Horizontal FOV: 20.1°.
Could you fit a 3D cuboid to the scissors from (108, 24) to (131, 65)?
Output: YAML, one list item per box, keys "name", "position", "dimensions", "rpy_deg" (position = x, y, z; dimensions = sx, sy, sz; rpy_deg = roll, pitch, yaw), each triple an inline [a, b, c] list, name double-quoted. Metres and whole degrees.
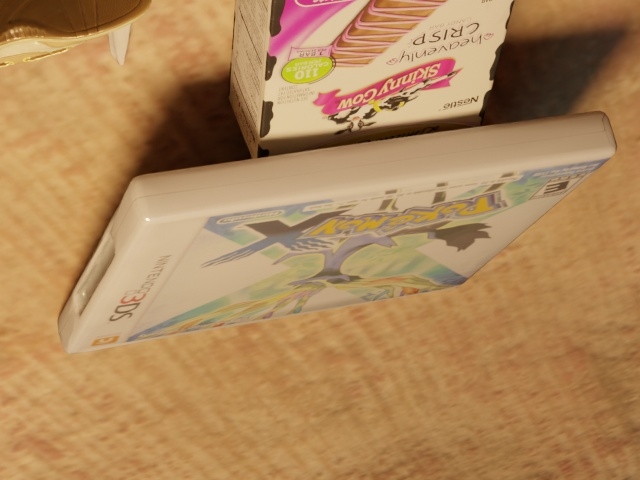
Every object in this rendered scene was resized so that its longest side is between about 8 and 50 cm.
- name: "scissors"
  position: [-0.101, -0.191, 0.985]
  dimensions: [0.109, 0.021, 0.297]
  rpy_deg: [-20, 149, -1]

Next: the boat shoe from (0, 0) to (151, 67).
- name: "boat shoe"
  position: [-0.159, -0.128, 1.024]
  dimensions: [0.135, 0.050, 0.045]
  rpy_deg: [-10, 173, 5]

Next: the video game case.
- name: "video game case"
  position: [0.000, 0.000, 1.263]
  dimensions: [0.329, 0.036, 0.300]
  rpy_deg: [-9, 164, -20]

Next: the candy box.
- name: "candy box"
  position: [0.033, -0.146, 1.091]
  dimensions: [0.159, 0.071, 0.233]
  rpy_deg: [-13, 150, -13]
